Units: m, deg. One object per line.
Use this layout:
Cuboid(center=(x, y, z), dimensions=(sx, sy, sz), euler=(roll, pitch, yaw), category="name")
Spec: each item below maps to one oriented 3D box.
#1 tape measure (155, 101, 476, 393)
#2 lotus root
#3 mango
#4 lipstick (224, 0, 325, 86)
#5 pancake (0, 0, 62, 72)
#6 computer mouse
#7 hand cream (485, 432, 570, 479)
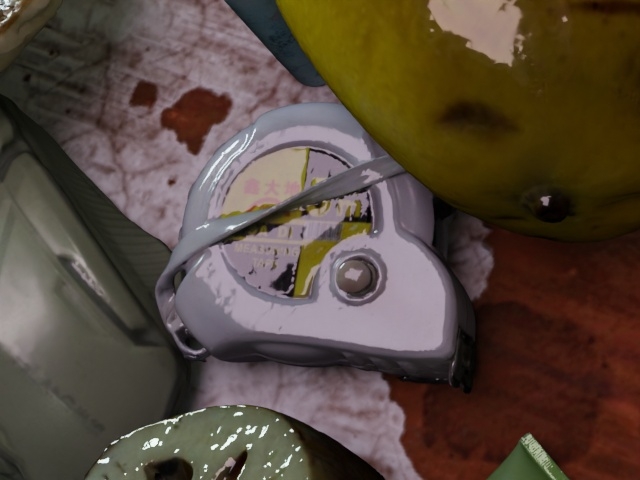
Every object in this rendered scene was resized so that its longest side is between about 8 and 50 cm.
Cuboid(center=(0.000, 0.000, 1.337), dimensions=(0.236, 0.120, 0.197), euler=(4, 77, 18), category="tape measure")
Cuboid(center=(-0.060, 0.188, 1.279), dimensions=(0.235, 0.119, 0.138), euler=(-8, 55, 30), category="lotus root")
Cuboid(center=(0.114, -0.195, 1.280), dimensions=(0.301, 0.220, 0.445), euler=(-15, 60, -26), category="mango")
Cuboid(center=(-0.030, -0.166, 1.391), dimensions=(0.048, 0.158, 0.048), euler=(-8, 68, 20), category="lipstick")
Cuboid(center=(-0.332, -0.202, 1.514), dimensions=(0.387, 0.082, 0.387), euler=(-20, 43, 20), category="pancake")
Cuboid(center=(-0.265, 0.022, 1.431), dimensions=(0.228, 0.145, 0.429), euler=(-46, 60, 4), category="computer mouse")
Cuboid(center=(0.103, 0.219, 1.257), dimensions=(0.175, 0.046, 0.095), euler=(-40, 58, -1), category="hand cream")
